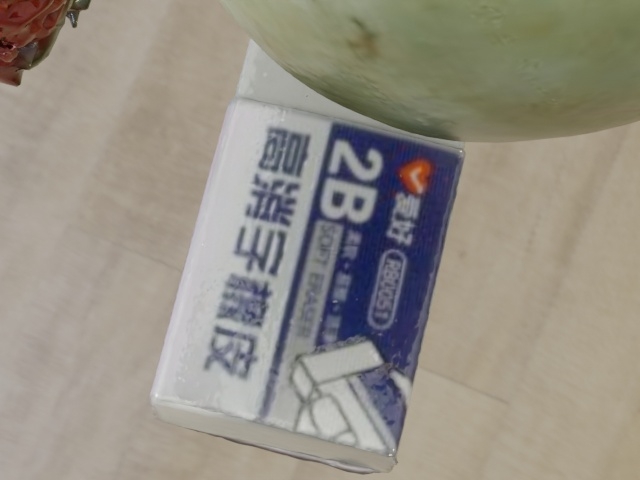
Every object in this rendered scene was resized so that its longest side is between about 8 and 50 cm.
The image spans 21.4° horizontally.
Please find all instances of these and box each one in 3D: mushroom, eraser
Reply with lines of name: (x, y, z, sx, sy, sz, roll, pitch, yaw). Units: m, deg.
mushroom: (0.110, -0.178, 0.634, 0.352, 0.352, 0.260, -12, 96, 14)
eraser: (0.000, 0.000, 0.845, 0.125, 0.068, 0.210, 13, 74, 3)

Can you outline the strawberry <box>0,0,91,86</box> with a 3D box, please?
strawberry: (-0.280, -0.260, 1.047, 0.351, 0.267, 0.312, 12, 58, 5)
